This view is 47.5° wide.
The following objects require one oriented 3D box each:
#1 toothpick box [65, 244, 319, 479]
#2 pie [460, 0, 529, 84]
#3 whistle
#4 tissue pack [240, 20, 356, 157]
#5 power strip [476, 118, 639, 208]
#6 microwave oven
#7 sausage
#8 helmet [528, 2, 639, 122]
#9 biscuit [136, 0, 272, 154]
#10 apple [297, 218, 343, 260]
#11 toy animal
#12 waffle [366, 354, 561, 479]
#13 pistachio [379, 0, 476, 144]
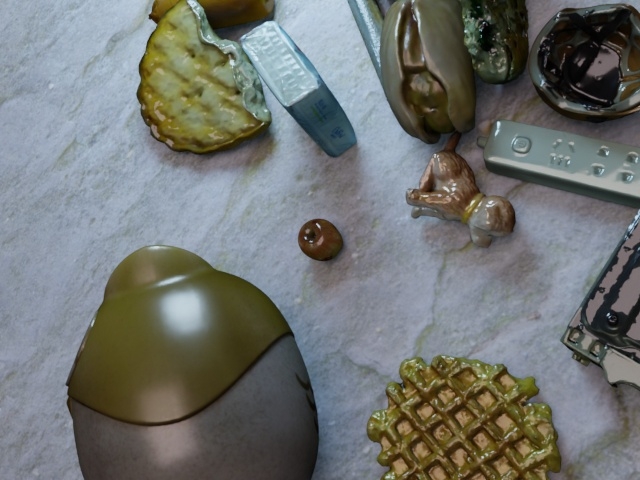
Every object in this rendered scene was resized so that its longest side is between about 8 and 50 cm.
[{"bbox_3d":[-0.224,0.260,1.237,0.409,0.409,0.425,-25,64,16],"label":"toothpick box"},{"bbox_3d":[0.281,-0.447,1.234,0.078,0.371,0.296,-8,42,30],"label":"pie"},{"bbox_3d":[0.113,-0.391,1.425,0.057,0.068,0.326,-38,64,45],"label":"whistle"},{"bbox_3d":[-0.031,-0.275,1.350,0.089,0.263,0.177,-35,69,9],"label":"tissue pack"},{"bbox_3d":[0.448,-0.128,1.230,0.385,0.062,0.091,17,83,24],"label":"power strip"},{"bbox_3d":[0.568,0.135,1.038,0.355,0.218,0.286,32,93,25],"label":"microwave oven"},{"bbox_3d":[-0.256,-0.512,1.582,0.328,0.112,0.112,-2,78,24],"label":"sausage"},{"bbox_3d":[0.463,-0.286,1.221,0.224,0.130,0.198,13,88,14],"label":"helmet"},{"bbox_3d":[-0.246,-0.348,1.522,0.329,0.078,0.335,5,101,23],"label":"biscuit"},{"bbox_3d":[0.000,0.000,1.386,0.084,0.071,0.084,-9,68,24],"label":"apple"},{"bbox_3d":[0.273,-0.093,1.279,0.185,0.104,0.184,26,81,30],"label":"toy animal"},{"bbox_3d":[0.233,0.347,1.215,0.325,0.068,0.302,2,79,25],"label":"waffle"},{"bbox_3d":[0.198,-0.315,1.307,0.166,0.197,0.288,-10,83,32],"label":"pistachio"}]
